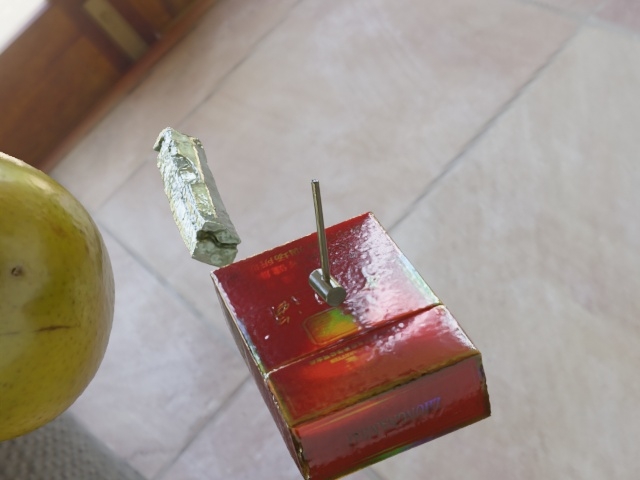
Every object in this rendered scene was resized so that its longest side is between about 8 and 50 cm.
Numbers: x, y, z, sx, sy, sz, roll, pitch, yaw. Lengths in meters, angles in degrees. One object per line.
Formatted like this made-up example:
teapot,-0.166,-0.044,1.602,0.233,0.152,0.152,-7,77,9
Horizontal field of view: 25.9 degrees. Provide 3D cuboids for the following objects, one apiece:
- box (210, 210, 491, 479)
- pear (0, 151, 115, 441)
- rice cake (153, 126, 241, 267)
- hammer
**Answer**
box,0.023,0.100,1.436,0.197,0.089,0.313,-20,32,-9
pear,-0.422,0.064,1.553,0.362,0.418,0.363,-8,76,34
rice cake,-0.174,-0.066,1.913,0.063,0.066,0.336,-62,27,18
hammer,0.000,0.000,1.131,0.019,0.110,0.035,-20,32,-18
